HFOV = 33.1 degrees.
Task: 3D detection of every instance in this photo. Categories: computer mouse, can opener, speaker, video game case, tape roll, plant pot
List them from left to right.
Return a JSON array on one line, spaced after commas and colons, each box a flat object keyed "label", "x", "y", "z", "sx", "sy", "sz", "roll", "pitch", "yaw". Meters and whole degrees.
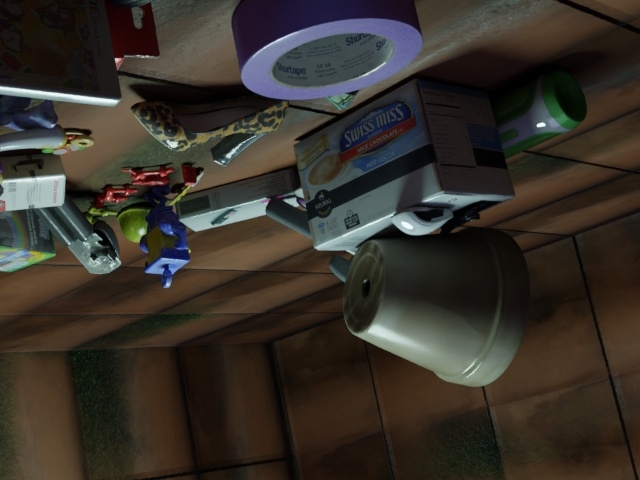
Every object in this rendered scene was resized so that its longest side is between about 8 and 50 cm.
[{"label": "video game case", "x": -0.345, "y": -0.261, "z": 1.230, "sx": 0.227, "sy": 0.206, "sz": 0.026, "roll": 1, "pitch": 160, "yaw": -42}, {"label": "can opener", "x": -0.492, "y": -0.038, "z": 2.156, "sx": 0.076, "sy": 0.095, "sz": 0.283, "roll": -15, "pitch": 134, "yaw": 16}, {"label": "can opener", "x": 0.000, "y": 0.000, "z": 2.280, "sx": 0.093, "sy": 0.280, "sz": 0.074, "roll": -57, "pitch": 161, "yaw": 0}, {"label": "tape roll", "x": 0.010, "y": -0.304, "z": 1.600, "sx": 0.274, "sy": 0.090, "sz": 0.275, "roll": -11, "pitch": 167, "yaw": -2}, {"label": "plant pot", "x": 0.207, "y": 0.114, "z": 2.130, "sx": 0.280, "sy": 0.323, "sz": 0.323, "roll": 10, "pitch": 159, "yaw": -21}, {"label": "computer mouse", "x": 0.206, "y": -0.031, "z": 1.985, "sx": 0.193, "sy": 0.042, "sz": 0.106, "roll": -1, "pitch": 164, "yaw": -42}, {"label": "speaker", "x": 0.374, "y": -0.228, "z": 2.132, "sx": 0.131, "sy": 0.131, "sz": 0.296, "roll": 2, "pitch": 161, "yaw": -44}]

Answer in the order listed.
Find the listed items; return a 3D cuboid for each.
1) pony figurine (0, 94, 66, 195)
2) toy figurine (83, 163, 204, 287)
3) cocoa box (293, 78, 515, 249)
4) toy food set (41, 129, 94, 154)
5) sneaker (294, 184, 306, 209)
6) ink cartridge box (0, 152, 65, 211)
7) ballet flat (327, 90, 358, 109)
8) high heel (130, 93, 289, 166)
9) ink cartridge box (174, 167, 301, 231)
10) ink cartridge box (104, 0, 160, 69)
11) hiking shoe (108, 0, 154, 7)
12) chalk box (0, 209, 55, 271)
[{"label": "pony figurine", "x": -0.550, "y": -0.129, "z": 1.533, "sx": 0.351, "sy": 0.303, "sz": 0.363, "roll": -23, "pitch": -179, "yaw": 37}, {"label": "toy figurine", "x": -0.366, "y": 0.003, "z": 2.261, "sx": 0.191, "sy": 0.217, "sz": 0.362, "roll": -3, "pitch": 163, "yaw": -32}, {"label": "cocoa box", "x": 0.156, "y": -0.138, "z": 2.096, "sx": 0.231, "sy": 0.228, "sz": 0.347, "roll": 1, "pitch": 162, "yaw": -45}, {"label": "toy food set", "x": -0.448, "y": -0.172, "z": 1.900, "sx": 0.083, "sy": 0.020, "sz": 0.082, "roll": 2, "pitch": 161, "yaw": -46}, {"label": "sneaker", "x": 0.033, "y": -0.112, "z": 2.347, "sx": 0.152, "sy": 0.114, "sz": 0.305, "roll": -57, "pitch": 167, "yaw": 0}, {"label": "ink cartridge box", "x": -0.540, "y": -0.106, "z": 1.965, "sx": 0.135, "sy": 0.056, "sz": 0.099, "roll": -6, "pitch": 148, "yaw": -21}, {"label": "ballet flat", "x": 0.012, "y": -0.275, "z": 1.809, "sx": 0.070, "sy": 0.070, "sz": 0.188, "roll": -17, "pitch": 167, "yaw": 21}, {"label": "high heel", "x": -0.182, "y": -0.228, "z": 1.825, "sx": 0.186, "sy": 0.093, "sz": 0.261, "roll": -38, "pitch": 147, "yaw": 23}, {"label": "ink cartridge box", "x": -0.163, "y": -0.077, "z": 2.444, "sx": 0.275, "sy": 0.060, "sz": 0.239, "roll": -14, "pitch": 165, "yaw": 9}, {"label": "ink cartridge box", "x": -0.329, "y": -0.273, "z": 1.347, "sx": 0.231, "sy": 0.134, "sz": 0.078, "roll": -3, "pitch": 163, "yaw": -29}, {"label": "hiking shoe", "x": -0.213, "y": -0.358, "z": 1.254, "sx": 0.114, "sy": 0.086, "sz": 0.227, "roll": 13, "pitch": 147, "yaw": -35}, {"label": "chalk box", "x": -0.622, "y": -0.019, "z": 2.141, "sx": 0.132, "sy": 0.132, "sz": 0.213, "roll": -19, "pitch": 163, "yaw": 25}]
